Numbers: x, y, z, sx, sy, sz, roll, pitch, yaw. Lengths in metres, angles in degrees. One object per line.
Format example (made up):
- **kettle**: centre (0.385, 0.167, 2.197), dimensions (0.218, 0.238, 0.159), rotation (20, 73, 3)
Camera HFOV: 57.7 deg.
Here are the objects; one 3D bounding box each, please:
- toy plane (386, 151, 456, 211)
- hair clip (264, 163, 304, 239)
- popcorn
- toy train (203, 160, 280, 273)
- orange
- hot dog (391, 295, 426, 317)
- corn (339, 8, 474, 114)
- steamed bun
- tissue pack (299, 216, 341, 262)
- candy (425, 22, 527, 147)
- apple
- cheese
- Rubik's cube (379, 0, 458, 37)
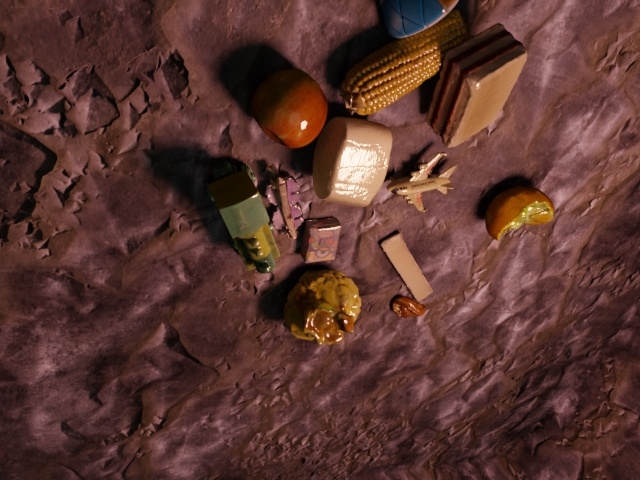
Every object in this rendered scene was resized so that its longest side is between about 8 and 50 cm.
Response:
- **toy plane**: centre (0.312, -0.181, 1.833), dimensions (0.244, 0.092, 0.229), rotation (-5, 133, -20)
- **hair clip**: centre (-0.103, -0.109, 1.718), dimensions (0.106, 0.084, 0.292), rotation (-24, 140, -11)
- **popcorn**: centre (0.009, 0.226, 1.957), dimensions (0.224, 0.270, 0.258), rotation (46, 57, -47)
- **toy train**: centre (-0.203, -0.042, 1.614), dimensions (0.150, 0.237, 0.369), rotation (-24, 135, -6)
- **orange**: centre (0.680, -0.106, 2.010), dimensions (0.237, 0.158, 0.179), rotation (-21, 172, 1)
- **hot dog**: centre (0.343, 0.261, 2.249), dimensions (0.099, 0.065, 0.147), rotation (-15, 151, 42)
- **corn**: centre (0.223, -0.463, 1.511), dimensions (0.387, 0.144, 0.144), rotation (-33, 135, 5)
- **steamed bun**: centre (0.084, -0.227, 1.643), dimensions (0.200, 0.155, 0.250), rotation (2, 122, -30)
- **tissue pack**: centre (0.000, 0.000, 1.869), dimensions (0.108, 0.060, 0.148), rotation (-7, 132, -21)
- **candy**: centre (0.411, -0.405, 1.562), dimensions (0.179, 0.135, 0.321), rotation (-32, 163, -13)
- **apple**: centre (-0.073, -0.334, 1.455), dimensions (0.196, 0.196, 0.196), rotation (-13, 133, -14)
- **cheese**: centre (0.322, 0.106, 2.129), dimensions (0.085, 0.034, 0.400), rotation (-32, 134, 4)
- **Rubik's cube**: centre (0.228, -0.602, 1.335), dimensions (0.254, 0.254, 0.254), rotation (-13, 133, -14)
